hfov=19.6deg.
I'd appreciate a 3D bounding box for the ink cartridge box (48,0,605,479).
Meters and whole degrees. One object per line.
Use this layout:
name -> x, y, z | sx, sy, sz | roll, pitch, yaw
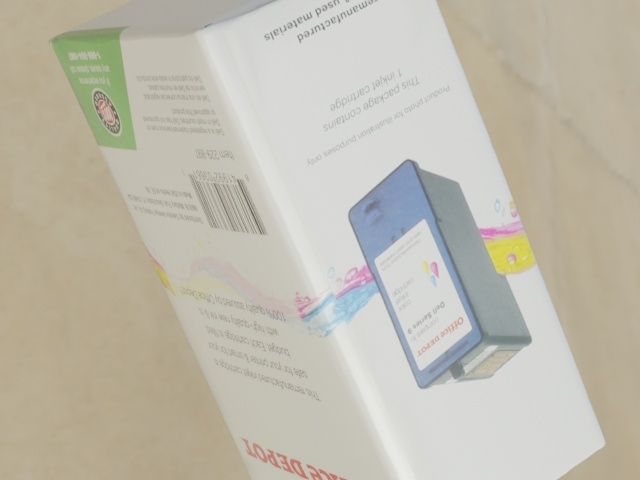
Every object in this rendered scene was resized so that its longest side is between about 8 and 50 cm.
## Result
ink cartridge box -> 0.000, 0.000, 0.709 | 0.093, 0.154, 0.212 | -28, 106, -23
